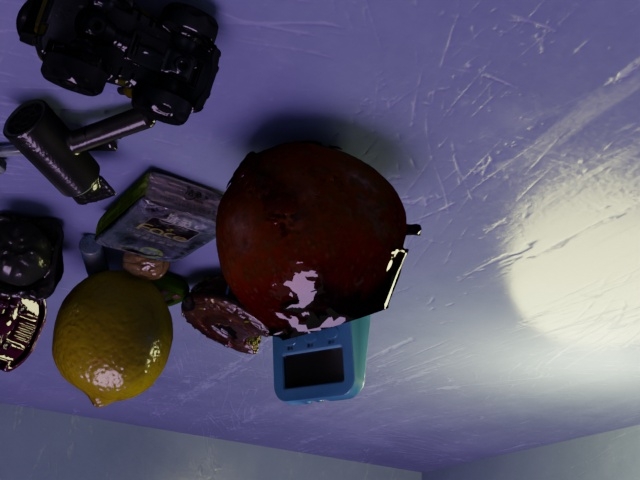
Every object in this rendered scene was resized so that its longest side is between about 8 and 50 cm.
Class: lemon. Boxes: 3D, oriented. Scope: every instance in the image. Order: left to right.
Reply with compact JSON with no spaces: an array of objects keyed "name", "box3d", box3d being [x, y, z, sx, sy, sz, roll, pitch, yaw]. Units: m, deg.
[{"name":"lemon","box3d":[-0.426,0.195,1.707,0.267,0.267,0.267,4,155,2]}]

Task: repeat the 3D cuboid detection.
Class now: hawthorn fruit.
[{"name":"hawthorn fruit","box3d":[-0.016,0.004,1.263,0.316,0.315,0.316,4,155,2]}]

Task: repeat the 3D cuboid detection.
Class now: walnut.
[{"name":"walnut","box3d":[-0.349,0.039,1.674,0.096,0.082,0.079,6,-173,10]}]

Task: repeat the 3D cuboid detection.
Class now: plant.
[{"name":"plant","box3d":[-0.578,0.036,1.618,0.142,0.164,0.256,9,166,-7]}]

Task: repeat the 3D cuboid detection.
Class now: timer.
[{"name":"timer","box3d":[-0.370,0.105,1.855,0.140,0.047,0.128,25,147,-36]},{"name":"timer","box3d":[-0.009,0.222,1.798,0.232,0.249,0.091,-16,149,37]}]

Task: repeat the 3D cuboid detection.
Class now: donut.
[{"name":"donut","box3d":[-0.196,0.158,1.839,0.216,0.096,0.230,23,150,4]}]

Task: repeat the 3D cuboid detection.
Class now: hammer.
[{"name":"hammer","box3d":[-0.447,-0.151,1.339,0.246,0.029,0.103,-3,155,14]}]

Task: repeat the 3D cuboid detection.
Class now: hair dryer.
[{"name":"hair dryer","box3d":[-0.317,-0.145,1.259,0.248,0.078,0.195,-15,139,17]}]

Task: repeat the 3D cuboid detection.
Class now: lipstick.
[{"name":"lipstick","box3d":[-0.469,0.039,1.728,0.048,0.048,0.158,7,155,-5]}]

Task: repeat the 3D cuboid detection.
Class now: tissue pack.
[{"name":"tissue pack","box3d":[-0.284,-0.035,1.502,0.173,0.073,0.235,19,152,-30]}]

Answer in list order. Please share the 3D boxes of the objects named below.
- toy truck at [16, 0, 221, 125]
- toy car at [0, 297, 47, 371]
[{"name":"toy truck","box3d":[-0.245,-0.234,1.010,0.224,0.147,0.165,20,176,-34]},{"name":"toy car","box3d":[-0.794,0.147,1.815,0.240,0.271,0.341,10,163,36]}]
